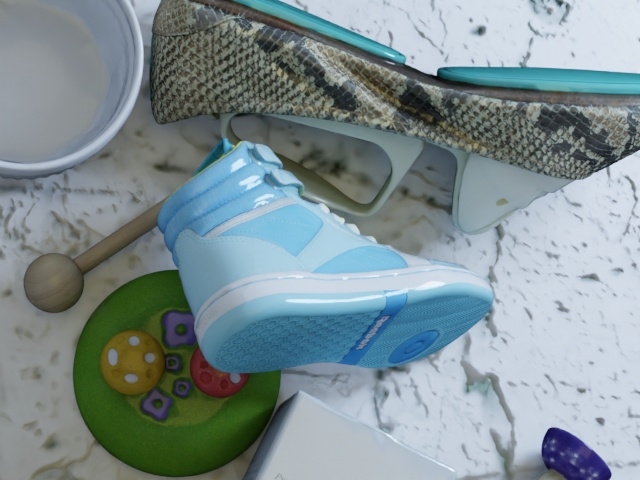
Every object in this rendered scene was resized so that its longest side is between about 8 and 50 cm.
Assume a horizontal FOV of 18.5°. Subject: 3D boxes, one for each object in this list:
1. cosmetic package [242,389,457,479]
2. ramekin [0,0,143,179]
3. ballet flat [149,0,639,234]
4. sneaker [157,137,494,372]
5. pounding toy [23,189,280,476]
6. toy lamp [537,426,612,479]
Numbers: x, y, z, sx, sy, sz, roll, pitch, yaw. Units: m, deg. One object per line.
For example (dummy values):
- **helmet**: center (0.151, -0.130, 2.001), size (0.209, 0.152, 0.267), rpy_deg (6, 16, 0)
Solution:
- **cosmetic package**: center (0.000, 0.245, 1.660), size (0.151, 0.151, 0.184), rpy_deg (28, 77, -3)
- **ramekin**: center (-0.259, -0.149, 1.718), size (0.207, 0.109, 0.207), rpy_deg (2, 79, -8)
- **ballet flat**: center (0.080, -0.104, 1.754), size (0.482, 0.164, 0.182), rpy_deg (12, 100, -1)
- **sneaker**: center (0.000, 0.000, 1.698), size (0.319, 0.127, 0.208), rpy_deg (2, 50, -44)
- **pounding toy**: center (-0.136, 0.085, 1.685), size (0.183, 0.110, 0.237), rpy_deg (-29, 84, -8)
- **toy lamp**: center (0.146, 0.290, 1.713), size (0.080, 0.080, 0.275), rpy_deg (42, 75, 1)
